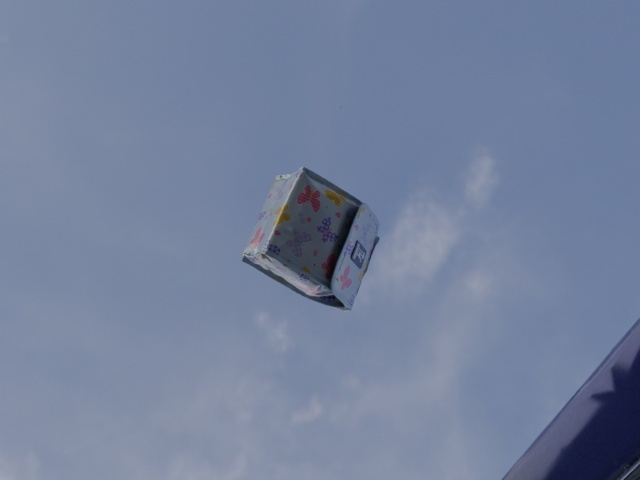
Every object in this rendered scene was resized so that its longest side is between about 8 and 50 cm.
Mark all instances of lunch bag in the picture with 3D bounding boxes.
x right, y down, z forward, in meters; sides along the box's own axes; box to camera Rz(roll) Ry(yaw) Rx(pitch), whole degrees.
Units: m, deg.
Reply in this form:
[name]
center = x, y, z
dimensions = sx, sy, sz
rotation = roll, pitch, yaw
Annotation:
[lunch bag]
center = 0.000, 0.000, 0.838
dimensions = 0.083, 0.053, 0.071
rotation = 33, -111, -24

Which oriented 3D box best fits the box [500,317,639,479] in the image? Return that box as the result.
[box]
center = 0.131, 0.068, 0.484
dimensions = 0.136, 0.225, 0.036
rotation = -26, -116, -34
